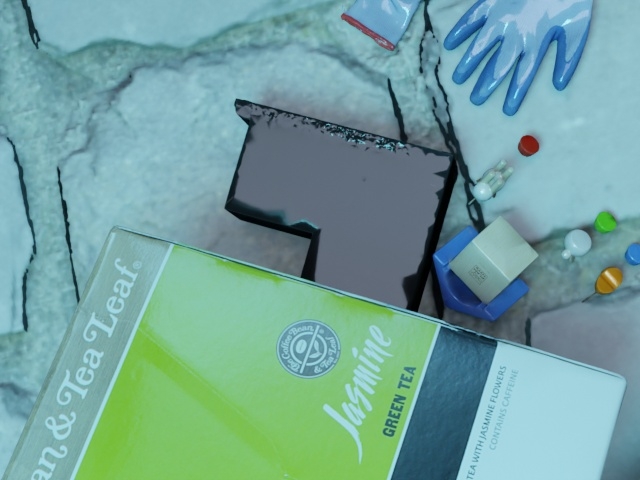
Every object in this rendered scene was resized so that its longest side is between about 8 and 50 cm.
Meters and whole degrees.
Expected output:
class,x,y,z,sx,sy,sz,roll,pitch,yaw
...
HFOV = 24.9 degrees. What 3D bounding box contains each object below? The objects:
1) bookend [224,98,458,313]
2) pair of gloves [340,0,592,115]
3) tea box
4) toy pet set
class,x,y,z,sx,sy,sz,roll,pitch,yaw
bookend,0.000,0.000,1.009,0.156,0.072,0.157,15,85,9
pair of gloves,0.110,-0.190,1.046,0.198,0.023,0.159,31,89,14
tea box,-0.027,0.214,0.869,0.324,0.220,0.329,18,66,8
toy pet set,0.141,0.009,1.010,0.122,0.065,0.114,47,55,7
